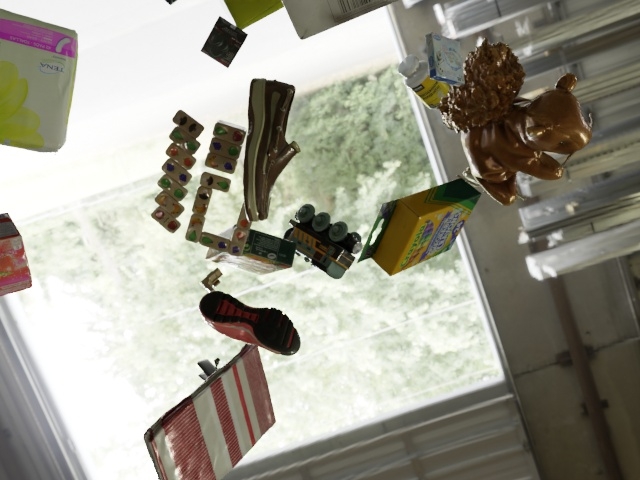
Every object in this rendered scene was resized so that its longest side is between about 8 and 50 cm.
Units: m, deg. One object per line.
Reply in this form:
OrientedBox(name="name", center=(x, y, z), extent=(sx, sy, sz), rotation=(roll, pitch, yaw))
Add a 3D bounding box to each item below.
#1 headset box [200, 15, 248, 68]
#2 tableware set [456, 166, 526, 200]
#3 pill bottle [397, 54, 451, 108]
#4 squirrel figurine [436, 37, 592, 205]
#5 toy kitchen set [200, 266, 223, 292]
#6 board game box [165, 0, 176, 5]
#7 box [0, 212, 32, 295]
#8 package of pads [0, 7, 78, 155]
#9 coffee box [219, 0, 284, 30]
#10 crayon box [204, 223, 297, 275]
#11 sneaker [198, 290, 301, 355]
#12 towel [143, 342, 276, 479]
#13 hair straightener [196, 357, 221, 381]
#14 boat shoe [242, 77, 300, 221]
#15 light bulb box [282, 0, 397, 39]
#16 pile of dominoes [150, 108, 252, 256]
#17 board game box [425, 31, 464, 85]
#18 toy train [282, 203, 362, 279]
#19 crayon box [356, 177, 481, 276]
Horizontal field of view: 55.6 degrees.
OrientedBox(name="headset box", center=(-0.182, -0.367, 1.135), extent=(0.083, 0.062, 0.032), rotation=(-39, -153, 48))
OrientedBox(name="tableware set", center=(0.520, -0.177, 1.832), extent=(0.039, 0.194, 0.128), rotation=(-66, -164, -7))
OrientedBox(name="pill bottle", center=(0.340, -0.524, 1.997), extent=(0.103, 0.184, 0.103), rotation=(-34, -142, 32))
OrientedBox(name="squirrel figurine", center=(0.497, -0.316, 1.568), extent=(0.281, 0.397, 0.370), rotation=(-49, -178, -3))
OrientedBox(name="toy kitchen set", center=(-0.370, 0.158, 2.184), extent=(0.083, 0.068, 0.075), rotation=(-43, -131, -16))
OrientedBox(name="board game box", center=(-0.443, -0.825, 1.782), extent=(0.194, 0.194, 0.060), rotation=(-50, -174, -23))
OrientedBox(name="box", center=(-0.699, 0.048, 1.142), extent=(0.256, 0.123, 0.128), rotation=(-17, -147, -32))
OrientedBox(name="package of pads", center=(-0.678, -0.356, 1.371), extent=(0.229, 0.297, 0.101), rotation=(10, 174, -29))
OrientedBox(name="coffee box", center=(-0.203, -0.894, 1.840), extent=(0.338, 0.338, 0.334), rotation=(-28, -146, 1))
OrientedBox(name="crayon box", center=(-0.228, 0.039, 1.874), extent=(0.202, 0.081, 0.318), rotation=(18, 165, -22))
OrientedBox(name="sneaker", center=(-0.203, 0.245, 1.756), extent=(0.136, 0.313, 0.116), rotation=(121, -6, -61))
OrientedBox(name="towel", center=(-0.223, 0.401, 1.298), extent=(0.037, 0.237, 0.329), rotation=(8, -150, 35))
OrientedBox(name="hair straightener", center=(-0.297, 0.381, 1.713), extent=(0.047, 0.089, 0.230), rotation=(-11, -164, -26))
OrientedBox(name="boat shoe", center=(-0.082, -0.160, 1.069), extent=(0.095, 0.258, 0.095), rotation=(3, 179, 0))
OrientedBox(name="light bulb box", center=(0.044, -0.729, 1.454), extent=(0.357, 0.225, 0.361), rotation=(-19, -129, 8))
OrientedBox(name="pile of dominoes", center=(-0.209, -0.101, 1.141), extent=(0.195, 0.251, 0.040), rotation=(17, -162, -8))
OrientedBox(name="board game box", center=(0.248, -0.359, 1.206), extent=(0.090, 0.090, 0.020), rotation=(1, 172, -40))
OrientedBox(name="toy train", center=(0.000, 0.000, 2.176), extent=(0.334, 0.142, 0.190), rotation=(30, -94, 40))
OrientedBox(name="crayon box", center=(0.259, -0.031, 1.571), extent=(0.322, 0.083, 0.203), rotation=(-19, 143, -39))
